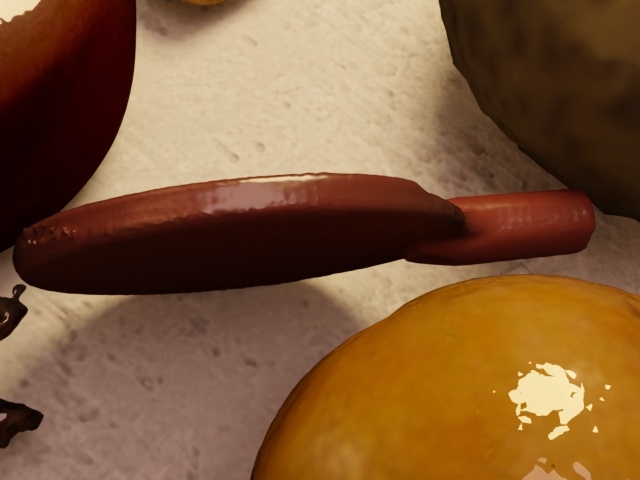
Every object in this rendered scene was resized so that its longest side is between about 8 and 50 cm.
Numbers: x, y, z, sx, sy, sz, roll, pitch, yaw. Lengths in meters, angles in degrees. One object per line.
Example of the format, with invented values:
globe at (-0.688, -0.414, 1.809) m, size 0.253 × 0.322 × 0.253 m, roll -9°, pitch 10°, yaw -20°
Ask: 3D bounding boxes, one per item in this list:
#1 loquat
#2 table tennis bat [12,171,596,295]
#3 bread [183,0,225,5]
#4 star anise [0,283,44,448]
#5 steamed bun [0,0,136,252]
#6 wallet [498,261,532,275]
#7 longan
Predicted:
loquat at (0.114, 0.181, 0.625) m, size 0.329 × 0.328 × 0.328 m, roll 4°, pitch 64°, yaw -9°
table tennis bat at (0.000, 0.000, 0.719) m, size 0.415 × 0.268 × 0.051 m, roll -4°, pitch 79°, yaw -16°
bread at (-0.171, -0.338, 0.939) m, size 0.142 × 0.091 × 0.305 m, roll -37°, pitch 76°, yaw -31°
star anise at (-0.302, 0.104, 0.631) m, size 0.272 × 0.271 × 0.102 m, roll -11°, pitch 28°, yaw -16°
steamed bun at (-0.286, -0.119, 0.730) m, size 0.379 × 0.235 × 0.248 m, roll -38°, pitch 74°, yaw -25°
wallet at (0.188, 0.109, 0.797) m, size 0.033 × 0.095 × 0.190 m, roll -28°, pitch 75°, yaw -13°
longan at (0.297, -0.196, 0.815) m, size 0.391 × 0.391 × 0.391 m, roll 4°, pitch 64°, yaw -9°
